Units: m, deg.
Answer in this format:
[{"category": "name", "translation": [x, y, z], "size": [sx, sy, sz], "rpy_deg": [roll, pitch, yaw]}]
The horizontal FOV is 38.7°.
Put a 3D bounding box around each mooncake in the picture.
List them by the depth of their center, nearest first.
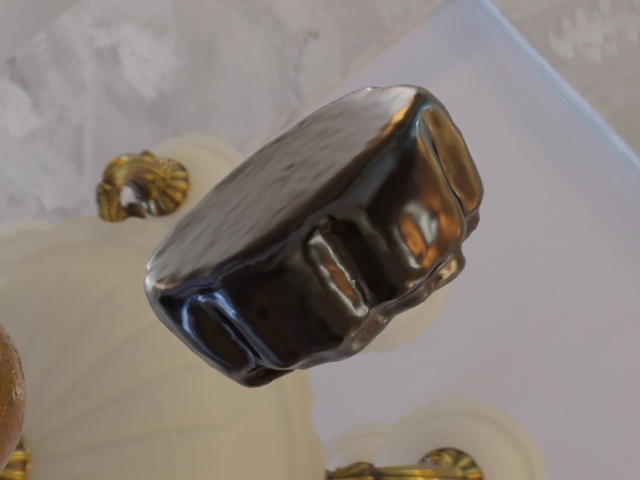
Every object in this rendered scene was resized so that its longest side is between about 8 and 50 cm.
[{"category": "mooncake", "translation": [0.000, 0.000, 0.739], "size": [0.283, 0.283, 0.141], "rpy_deg": [-35, -73, 5]}]

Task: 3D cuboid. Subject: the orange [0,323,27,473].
[{"category": "orange", "translation": [-0.366, 0.133, 0.744], "size": [0.240, 0.171, 0.240], "rpy_deg": [4, -127, -6]}]
